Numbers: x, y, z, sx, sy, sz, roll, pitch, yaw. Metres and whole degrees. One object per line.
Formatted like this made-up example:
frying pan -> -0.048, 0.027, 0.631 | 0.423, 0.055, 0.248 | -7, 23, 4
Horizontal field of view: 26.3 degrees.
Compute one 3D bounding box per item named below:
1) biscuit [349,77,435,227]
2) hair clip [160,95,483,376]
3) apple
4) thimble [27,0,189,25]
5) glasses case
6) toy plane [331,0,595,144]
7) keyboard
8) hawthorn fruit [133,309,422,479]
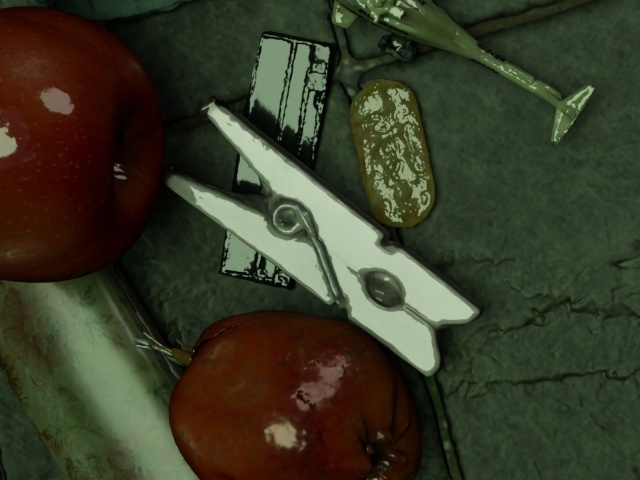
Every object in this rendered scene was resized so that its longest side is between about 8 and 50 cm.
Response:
biscuit -> 0.069, -0.084, 1.323 | 0.071, 0.018, 0.147 | -12, 89, 21
hair clip -> 0.000, 0.000, 1.306 | 0.331, 0.085, 0.101 | 38, 91, 10
apple -> -0.267, -0.082, 1.263 | 0.216, 0.260, 0.260 | 4, 95, 16
thimble -> -0.191, -0.316, 1.300 | 0.250, 0.205, 0.172 | -19, 80, 48
glasses case -> -0.224, 0.149, 1.399 | 0.156, 0.098, 0.425 | -36, 81, 16
toy plane -> 0.114, -0.191, 1.263 | 0.286, 0.108, 0.092 | 32, 102, 2
keyboard -> -0.046, -0.080, 1.365 | 0.087, 0.017, 0.251 | 12, 99, 16
hawthorn fruit -> -0.050, 0.155, 1.289 | 0.299, 0.211, 0.211 | 25, 101, 23
